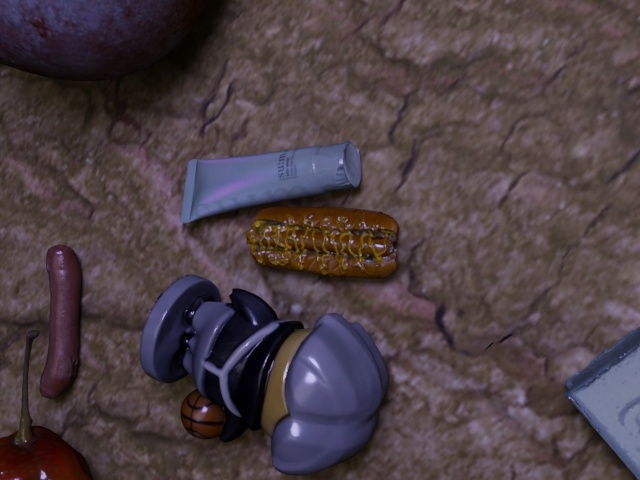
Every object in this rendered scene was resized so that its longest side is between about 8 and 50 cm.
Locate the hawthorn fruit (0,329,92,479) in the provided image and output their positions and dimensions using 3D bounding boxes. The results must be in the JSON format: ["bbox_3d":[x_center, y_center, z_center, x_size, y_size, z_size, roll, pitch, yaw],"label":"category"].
[{"bbox_3d":[-0.344,0.242,0.785,0.165,0.165,0.285,-3,92,21],"label":"hawthorn fruit"}]

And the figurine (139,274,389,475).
[{"bbox_3d":[-0.054,0.140,0.685,0.237,0.133,0.175,18,107,22],"label":"figurine"}]

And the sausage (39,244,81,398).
[{"bbox_3d":[-0.312,0.098,0.827,0.043,0.043,0.186,5,93,21],"label":"sausage"}]

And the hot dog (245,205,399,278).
[{"bbox_3d":[0.000,0.000,0.703,0.165,0.045,0.071,4,94,21],"label":"hot dog"}]

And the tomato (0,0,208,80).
[{"bbox_3d":[-0.245,-0.312,0.661,0.317,0.282,0.316,-1,88,20],"label":"tomato"}]

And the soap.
[{"bbox_3d":[0.316,0.171,0.578,0.114,0.063,0.198,-43,77,15],"label":"soap"}]

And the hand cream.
[{"bbox_3d":[-0.059,-0.065,0.724,0.205,0.050,0.078,-7,69,23],"label":"hand cream"}]
